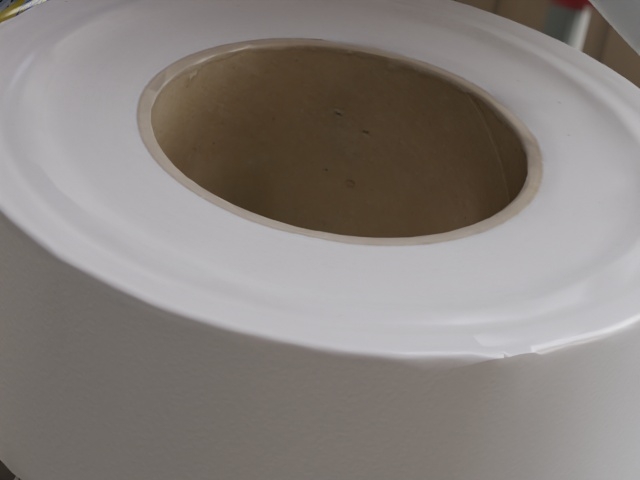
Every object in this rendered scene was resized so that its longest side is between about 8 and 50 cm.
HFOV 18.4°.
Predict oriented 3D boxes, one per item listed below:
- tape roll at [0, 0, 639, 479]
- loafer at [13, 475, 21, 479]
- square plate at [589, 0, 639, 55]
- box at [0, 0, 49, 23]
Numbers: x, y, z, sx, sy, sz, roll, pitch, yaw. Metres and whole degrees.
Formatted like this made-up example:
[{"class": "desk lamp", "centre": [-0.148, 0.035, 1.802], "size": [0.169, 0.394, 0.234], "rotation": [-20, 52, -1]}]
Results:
[{"class": "tape roll", "centre": [0.000, 0.000, 0.740], "size": [0.286, 0.100, 0.286], "rotation": [7, 32, -4]}, {"class": "loafer", "centre": [-0.257, 0.252, 1.726], "size": [0.039, 0.125, 0.045], "rotation": [28, 22, 21]}, {"class": "square plate", "centre": [0.153, -0.298, 0.868], "size": [0.347, 0.344, 0.049], "rotation": [49, 45, 5]}, {"class": "box", "centre": [-0.142, -0.091, 1.009], "size": [0.059, 0.169, 0.054], "rotation": [38, 46, -42]}]
